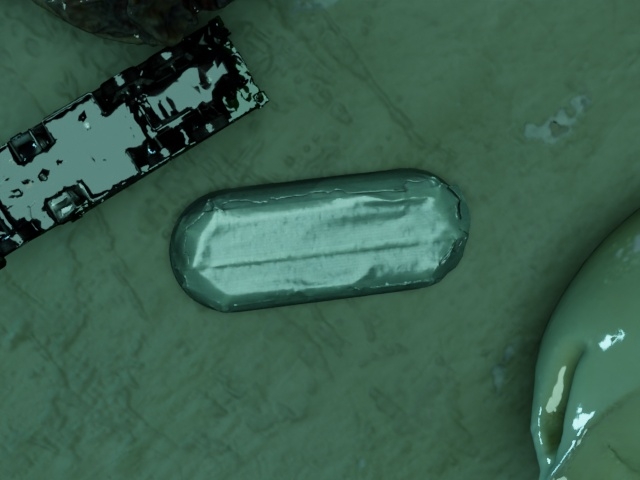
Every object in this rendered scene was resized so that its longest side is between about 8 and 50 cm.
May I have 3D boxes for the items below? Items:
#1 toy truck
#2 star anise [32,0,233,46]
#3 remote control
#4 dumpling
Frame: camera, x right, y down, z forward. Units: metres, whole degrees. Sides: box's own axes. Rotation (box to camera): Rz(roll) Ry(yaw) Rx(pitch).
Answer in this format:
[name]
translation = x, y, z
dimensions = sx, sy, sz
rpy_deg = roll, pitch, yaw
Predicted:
[toy truck]
translation = -0.170, -0.077, 1.233
dimensions = 0.259, 0.121, 0.088
rpy_deg = -31, 95, -1
[star anise]
translation = -0.120, -0.201, 1.199
dimensions = 0.262, 0.230, 0.081
rpy_deg = -12, 119, 18
[remote control]
translation = 0.000, 0.000, 1.283
dimensions = 0.247, 0.052, 0.104
rpy_deg = -8, 95, -5
[dumpling]
translation = 0.335, 0.100, 1.260
dimensions = 0.315, 0.233, 0.395
rpy_deg = 40, 75, -36
